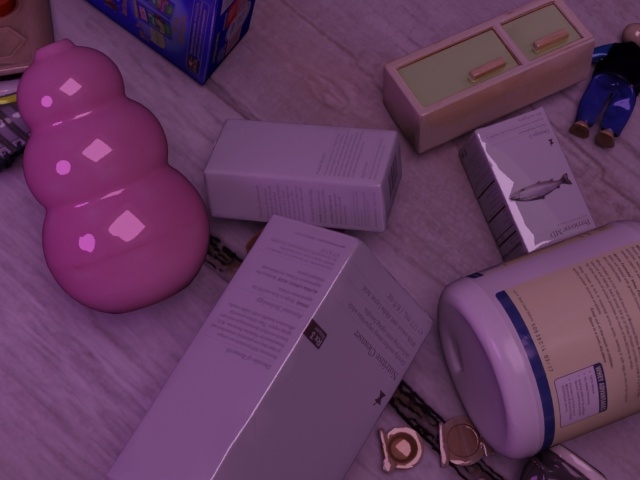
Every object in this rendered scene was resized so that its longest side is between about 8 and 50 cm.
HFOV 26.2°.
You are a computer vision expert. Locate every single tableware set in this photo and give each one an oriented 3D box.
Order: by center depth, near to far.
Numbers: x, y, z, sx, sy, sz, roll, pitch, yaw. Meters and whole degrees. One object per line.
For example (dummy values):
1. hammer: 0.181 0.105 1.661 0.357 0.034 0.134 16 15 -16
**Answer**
1. tableware set: 0.146 0.298 1.757 0.169 0.020 0.141 -5 76 -9

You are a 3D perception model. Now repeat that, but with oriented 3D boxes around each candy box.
1. candy box: -0.234 -0.380 1.757 0.317 0.268 0.122 36 71 3

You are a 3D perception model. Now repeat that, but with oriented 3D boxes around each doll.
1. doll: 0.408 -0.226 1.912 0.129 0.046 0.189 23 72 16

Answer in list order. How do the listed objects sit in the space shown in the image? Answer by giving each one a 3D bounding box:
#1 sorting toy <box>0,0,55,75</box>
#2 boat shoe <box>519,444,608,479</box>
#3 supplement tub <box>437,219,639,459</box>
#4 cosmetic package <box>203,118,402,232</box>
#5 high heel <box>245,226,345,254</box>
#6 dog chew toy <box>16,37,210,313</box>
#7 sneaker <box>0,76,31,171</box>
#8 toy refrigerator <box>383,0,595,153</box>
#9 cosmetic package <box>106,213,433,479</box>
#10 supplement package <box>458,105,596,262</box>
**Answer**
1. sorting toy: -0.449 -0.241 1.728 0.229 0.041 0.307 -6 41 -11
2. boat shoe: 0.394 0.381 1.730 0.335 0.112 0.095 36 92 9
3. supplement tub: 0.335 0.112 1.718 0.325 0.235 0.235 -19 79 -12
4. cosmetic package: -0.021 -0.084 1.751 0.231 0.085 0.117 5 42 14
5. high heel: 0.000 0.000 1.807 0.082 0.117 0.244 21 47 34
6. dog chew toy: -0.266 -0.083 1.675 0.207 0.206 0.331 -23 102 -12
7. sneaker: -0.396 -0.145 1.772 0.300 0.111 0.121 -2 89 -4
8. toy refrigerator: 0.226 -0.230 1.852 0.269 0.094 0.102 -24 60 -13
9. cosmetic package: -0.053 0.189 1.641 0.156 0.217 0.385 15 69 41
10. supplement package: 0.272 -0.067 1.824 0.105 0.105 0.179 -20 79 -12
